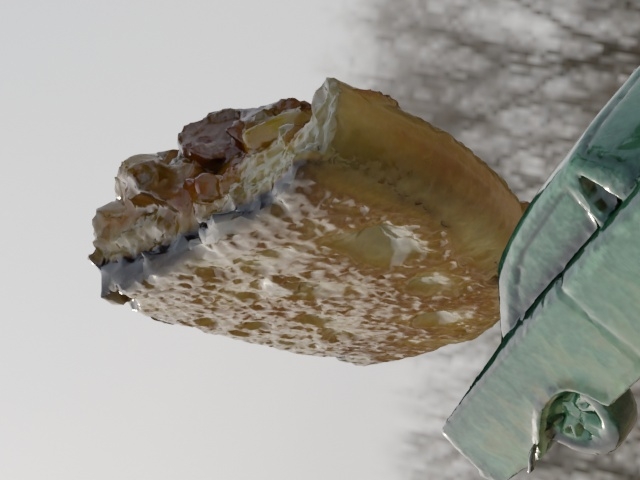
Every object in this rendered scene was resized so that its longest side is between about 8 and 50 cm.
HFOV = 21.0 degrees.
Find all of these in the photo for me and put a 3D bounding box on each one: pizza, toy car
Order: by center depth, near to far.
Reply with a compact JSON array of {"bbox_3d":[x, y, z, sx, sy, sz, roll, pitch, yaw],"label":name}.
[{"bbox_3d":[0.142,-0.011,0.700,0.141,0.097,0.320,-47,-7,-32],"label":"toy car"},{"bbox_3d":[0.000,0.000,1.089,0.409,0.278,0.114,61,-147,-66],"label":"pizza"}]
